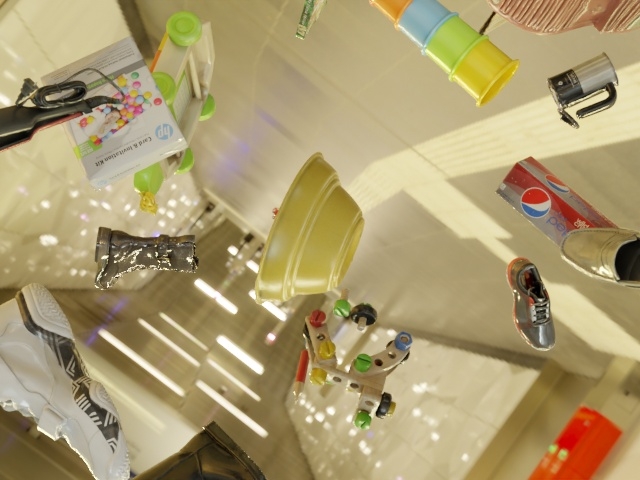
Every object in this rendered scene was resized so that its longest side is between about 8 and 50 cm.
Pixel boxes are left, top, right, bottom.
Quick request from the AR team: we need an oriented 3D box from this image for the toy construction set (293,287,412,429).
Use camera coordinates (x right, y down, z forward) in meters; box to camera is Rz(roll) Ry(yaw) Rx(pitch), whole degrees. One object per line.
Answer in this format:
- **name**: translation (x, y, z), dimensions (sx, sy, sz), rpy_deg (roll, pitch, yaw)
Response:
- **toy construction set**: translation (0.042, 0.308, 1.743), dimensions (0.258, 0.237, 0.309), rpy_deg (31, 139, -22)

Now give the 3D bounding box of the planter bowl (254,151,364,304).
- **planter bowl**: translation (0.000, 0.000, 1.028), dimensions (0.090, 0.217, 0.217), rpy_deg (21, 171, 9)

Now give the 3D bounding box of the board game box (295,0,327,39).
- **board game box**: translation (0.001, -0.620, 1.917), dimensions (0.030, 0.136, 0.259), rpy_deg (27, 154, -1)

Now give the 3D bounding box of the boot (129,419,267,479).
- **boot**: translation (-0.216, 0.451, 1.401), dimensions (0.246, 0.207, 0.094), rpy_deg (29, 148, 48)

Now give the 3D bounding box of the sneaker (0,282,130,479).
- **sneaker**: translation (-0.458, 0.259, 1.238), dimensions (0.365, 0.210, 0.137), rpy_deg (56, 154, 16)

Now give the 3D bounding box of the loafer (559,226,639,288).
- **loafer**: translation (0.551, 0.029, 1.399), dimensions (0.112, 0.111, 0.319), rpy_deg (19, 178, -34)

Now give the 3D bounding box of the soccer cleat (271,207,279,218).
- **soccer cleat**: translation (-0.088, -0.059, 1.742), dimensions (0.029, 0.036, 0.083), rpy_deg (63, 170, 11)

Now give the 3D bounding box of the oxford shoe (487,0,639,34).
- **oxford shoe**: translation (0.467, -0.488, 1.498), dimensions (0.140, 0.397, 0.146), rpy_deg (-55, 44, 49)

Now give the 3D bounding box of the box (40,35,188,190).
- **box**: translation (-0.293, -0.181, 1.109), dimensions (0.186, 0.145, 0.038), rpy_deg (62, 174, 16)

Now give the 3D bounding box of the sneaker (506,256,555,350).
- **sneaker**: translation (0.341, 0.105, 1.255), dimensions (0.065, 0.061, 0.157), rpy_deg (-175, 64, -83)

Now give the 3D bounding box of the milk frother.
- **milk frother**: translation (0.600, -0.334, 1.780), dimensions (0.129, 0.135, 0.143), rpy_deg (68, -168, 6)

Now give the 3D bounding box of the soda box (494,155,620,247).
- **soda box**: translation (0.504, -0.060, 1.653), dimensions (0.263, 0.092, 0.083), rpy_deg (44, -145, 17)

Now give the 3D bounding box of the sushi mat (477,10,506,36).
- **sushi mat**: translation (0.475, -0.552, 1.742), dimensions (0.019, 0.317, 0.151), rpy_deg (48, 144, 13)

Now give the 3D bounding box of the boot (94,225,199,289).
- **boot**: translation (-0.396, 0.052, 1.798), dimensions (0.229, 0.091, 0.263), rpy_deg (6, 153, -12)

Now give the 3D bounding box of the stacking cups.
- **stacking cups**: translation (0.175, -0.355, 1.256), dimensions (0.316, 0.096, 0.096), rpy_deg (47, 175, 11)

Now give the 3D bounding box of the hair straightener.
- **hair straightener**: translation (-0.350, -0.164, 0.986), dimensions (0.047, 0.231, 0.089), rpy_deg (56, 146, 17)

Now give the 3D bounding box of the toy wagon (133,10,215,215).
- **toy wagon**: translation (-0.255, -0.210, 1.329), dimensions (0.068, 0.344, 0.267), rpy_deg (17, 160, 4)
